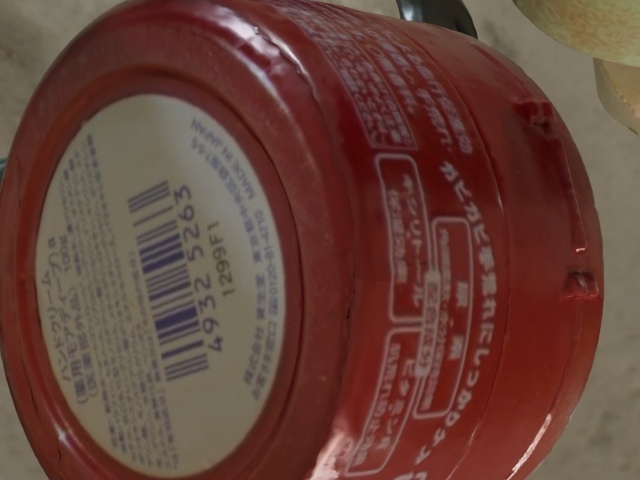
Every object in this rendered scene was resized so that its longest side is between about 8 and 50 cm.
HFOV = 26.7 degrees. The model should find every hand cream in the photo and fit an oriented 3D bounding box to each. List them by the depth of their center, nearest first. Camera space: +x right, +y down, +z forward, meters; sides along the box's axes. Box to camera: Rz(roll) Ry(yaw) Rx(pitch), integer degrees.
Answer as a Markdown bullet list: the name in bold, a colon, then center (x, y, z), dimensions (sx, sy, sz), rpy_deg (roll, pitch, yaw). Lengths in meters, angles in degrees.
- **hand cream**: center (-0.016, 0.014, 0.539), dimensions (0.230, 0.149, 0.230), rpy_deg (0, 91, 42)

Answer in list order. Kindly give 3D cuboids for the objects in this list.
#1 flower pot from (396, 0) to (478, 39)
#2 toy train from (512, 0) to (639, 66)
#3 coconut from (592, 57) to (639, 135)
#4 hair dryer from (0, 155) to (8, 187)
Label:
- **flower pot**: center (0.000, 0.000, 1.037), dimensions (0.379, 0.379, 0.251), rpy_deg (-30, 57, -1)
- **toy train**: center (0.150, -0.139, 0.384), dimensions (0.177, 0.285, 0.116), rpy_deg (1, 71, -6)
- **coconut**: center (0.402, -0.208, 1.445), dimensions (0.239, 0.244, 0.239), rpy_deg (21, 53, -30)
- **hair dryer**: center (-0.404, -0.017, 1.665), dimensions (0.100, 0.198, 0.057), rpy_deg (-22, 52, -33)
